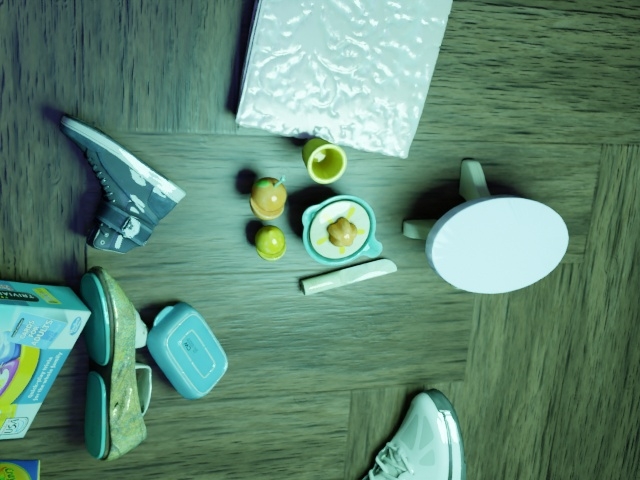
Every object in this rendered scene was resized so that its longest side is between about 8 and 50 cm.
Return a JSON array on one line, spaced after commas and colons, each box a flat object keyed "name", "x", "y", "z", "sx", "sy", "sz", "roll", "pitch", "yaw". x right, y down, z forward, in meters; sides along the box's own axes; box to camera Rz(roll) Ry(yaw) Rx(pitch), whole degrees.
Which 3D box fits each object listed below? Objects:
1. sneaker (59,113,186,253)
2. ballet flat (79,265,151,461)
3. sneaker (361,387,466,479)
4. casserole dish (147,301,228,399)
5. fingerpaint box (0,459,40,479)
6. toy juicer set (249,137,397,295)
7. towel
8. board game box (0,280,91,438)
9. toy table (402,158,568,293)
[{"name": "sneaker", "x": -0.348, "y": -0.078, "z": 1.214, "sx": 0.226, "sy": 0.086, "sz": 0.163, "roll": 39, "pitch": 88, "yaw": -25}, {"name": "ballet flat", "x": -0.339, "y": 0.202, "z": 1.296, "sx": 0.123, "sy": 0.123, "sz": 0.348, "roll": -2, "pitch": 106, "yaw": -18}, {"name": "sneaker", "x": 0.120, "y": 0.504, "z": 1.499, "sx": 0.257, "sy": 0.169, "sz": 0.447, "roll": 2, "pitch": 107, "yaw": -21}, {"name": "casserole dish", "x": -0.223, "y": 0.195, "z": 1.332, "sx": 0.114, "sy": 0.037, "sz": 0.188, "roll": -48, "pitch": 125, "yaw": -34}, {"name": "fingerpaint box", "x": -0.605, "y": 0.488, "z": 1.097, "sx": 0.371, "sy": 0.445, "sz": 0.163, "roll": 7, "pitch": 102, "yaw": -20}, {"name": "toy juicer set", "x": 0.000, "y": 0.000, "z": 1.334, "sx": 0.209, "sy": 0.089, "sz": 0.329, "roll": -32, "pitch": 123, "yaw": -4}, {"name": "towel", "x": 0.039, "y": -0.318, "z": 1.295, "sx": 0.332, "sy": 0.053, "sz": 0.317, "roll": 10, "pitch": 103, "yaw": -21}, {"name": "board game box", "x": -0.541, "y": 0.178, "z": 1.123, "sx": 0.336, "sy": 0.079, "sz": 0.253, "roll": 14, "pitch": 110, "yaw": -56}, {"name": "toy table", "x": 0.294, "y": -0.013, "z": 1.412, "sx": 0.274, "sy": 0.161, "sz": 0.252, "roll": 9, "pitch": 102, "yaw": -22}]
